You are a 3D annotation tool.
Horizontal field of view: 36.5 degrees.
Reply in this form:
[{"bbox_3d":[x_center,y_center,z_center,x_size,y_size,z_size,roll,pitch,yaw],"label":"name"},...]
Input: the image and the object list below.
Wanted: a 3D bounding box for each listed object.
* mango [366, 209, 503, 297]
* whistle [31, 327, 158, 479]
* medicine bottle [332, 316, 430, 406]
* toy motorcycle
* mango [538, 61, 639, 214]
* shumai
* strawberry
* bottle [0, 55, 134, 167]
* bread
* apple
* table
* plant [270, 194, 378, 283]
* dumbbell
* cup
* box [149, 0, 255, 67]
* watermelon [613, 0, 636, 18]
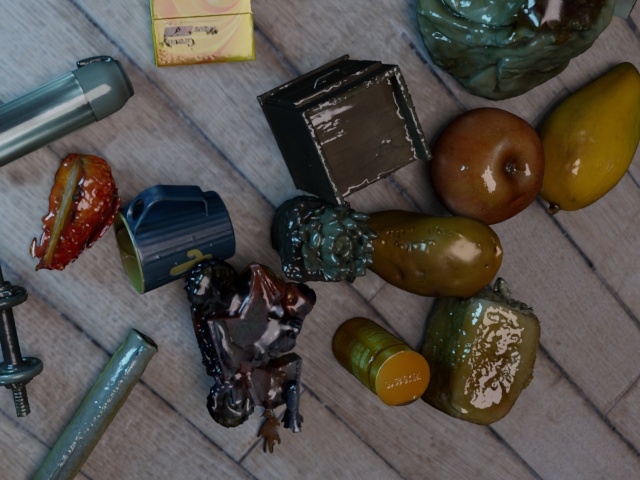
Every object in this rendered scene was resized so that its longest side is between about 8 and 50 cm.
[{"bbox_3d":[0.168,0.015,1.569,0.248,0.156,0.151,15,59,10],"label":"mango"},{"bbox_3d":[-0.359,0.285,1.501,0.057,0.068,0.326,34,88,10],"label":"whistle"},{"bbox_3d":[0.095,0.195,1.587,0.096,0.192,0.096,-5,104,-20],"label":"medicine bottle"},{"bbox_3d":[-0.093,0.196,1.528,0.207,0.134,0.401,-19,115,-27],"label":"toy motorcycle"},{"bbox_3d":[0.474,-0.178,1.700,0.176,0.119,0.317,42,76,-21],"label":"mango"},{"bbox_3d":[0.325,-0.334,1.501,0.309,0.263,0.304,-9,115,-13],"label":"shumai"},{"bbox_3d":[-0.354,-0.038,1.417,0.082,0.121,0.188,14,112,-36],"label":"strawberry"},{"bbox_3d":[-0.393,-0.184,1.381,0.253,0.079,0.096,-28,72,-12],"label":"bottle"},{"bbox_3d":[0.281,0.183,1.655,0.176,0.195,0.246,15,96,-19],"label":"bread"},{"bbox_3d":[0.281,-0.119,1.606,0.201,0.162,0.201,-4,103,-18],"label":"apple"},{"bbox_3d":[0.034,-0.176,1.480,0.169,0.193,0.173,-28,111,-13],"label":"table"},{"bbox_3d":[0.000,0.000,1.504,0.132,0.194,0.129,0,101,-23],"label":"plant"},{"bbox_3d":[-0.457,0.138,1.422,0.081,0.081,0.254,-11,105,-19],"label":"dumbbell"},{"bbox_3d":[-0.216,-0.017,1.445,0.155,0.131,0.176,-17,145,-23],"label":"cup"},{"bbox_3d":[-0.178,-0.394,1.414,0.152,0.043,0.269,-5,110,-10],"label":"box"},{"bbox_3d":[0.490,-0.548,1.566,0.289,0.214,0.320,32,103,-21],"label":"watermelon"}]
